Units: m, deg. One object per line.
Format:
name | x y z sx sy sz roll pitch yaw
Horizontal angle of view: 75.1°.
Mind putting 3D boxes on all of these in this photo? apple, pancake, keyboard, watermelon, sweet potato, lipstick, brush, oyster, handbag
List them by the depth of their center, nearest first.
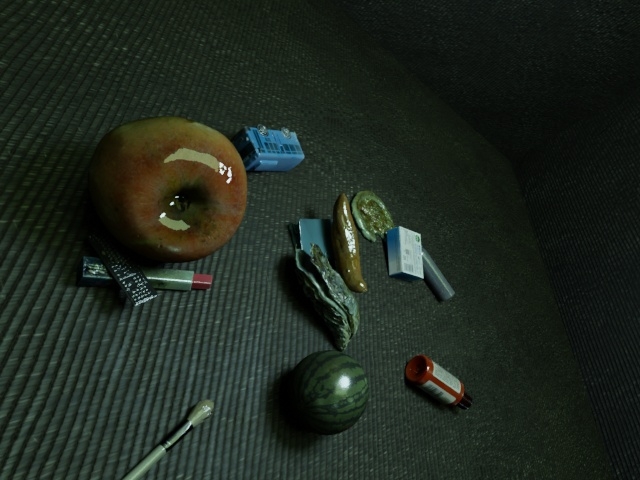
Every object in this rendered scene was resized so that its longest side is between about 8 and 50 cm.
brush | -0.323 0.428 0.831 0.042 0.039 0.299 55 41 -3
keyboard | -0.434 0.053 0.910 0.198 0.010 0.064 52 36 8
apple | -0.347 -0.118 0.965 0.339 0.305 0.337 -9 110 -27
lipstick | -0.391 0.087 0.978 0.313 0.051 0.051 11 51 -41
watermelon | 0.021 0.388 1.072 0.212 0.212 0.211 25 49 -32
oyster | 0.026 0.174 1.271 0.162 0.158 0.350 -30 99 -52
sweet potato | 0.087 0.015 1.393 0.092 0.114 0.340 -3 74 -21
handbag | 0.000 0.000 1.429 0.221 0.057 0.144 -1 73 -46
pancake | 0.220 -0.096 1.717 0.254 0.037 0.253 23 53 -34

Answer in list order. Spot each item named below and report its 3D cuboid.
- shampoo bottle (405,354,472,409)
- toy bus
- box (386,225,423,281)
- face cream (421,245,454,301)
shampoo bottle | 0.429 0.512 1.467 0.278 0.104 0.104 38 43 -21
toy bus | -0.177 -0.302 1.399 0.234 0.116 0.133 -11 76 -50
box | 0.342 0.055 1.684 0.139 0.073 0.193 18 63 -38
face cream | 0.467 0.129 1.785 0.283 0.073 0.073 55 40 -1
